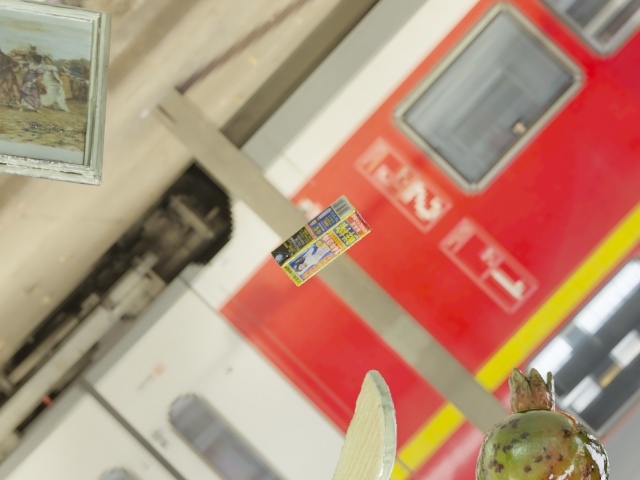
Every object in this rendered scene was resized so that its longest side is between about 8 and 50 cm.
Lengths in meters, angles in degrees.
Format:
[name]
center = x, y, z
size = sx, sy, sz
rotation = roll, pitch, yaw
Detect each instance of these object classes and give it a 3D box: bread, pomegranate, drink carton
[bread]
center = 0.068, 0.277, 1.826
size = 0.112, 0.036, 0.193
rotation = -124, -136, -56
[pomegranate]
center = 0.251, 0.246, 1.632
size = 0.159, 0.159, 0.205
rotation = 129, -36, -52
[drink carton]
center = 0.000, 0.000, 2.464
size = 0.165, 0.056, 0.071
rotation = -37, 133, 2

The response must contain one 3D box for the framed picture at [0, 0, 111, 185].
[framed picture]
center = -0.336, -0.159, 1.339
size = 0.017, 0.274, 0.217
rotation = 119, -28, -55
